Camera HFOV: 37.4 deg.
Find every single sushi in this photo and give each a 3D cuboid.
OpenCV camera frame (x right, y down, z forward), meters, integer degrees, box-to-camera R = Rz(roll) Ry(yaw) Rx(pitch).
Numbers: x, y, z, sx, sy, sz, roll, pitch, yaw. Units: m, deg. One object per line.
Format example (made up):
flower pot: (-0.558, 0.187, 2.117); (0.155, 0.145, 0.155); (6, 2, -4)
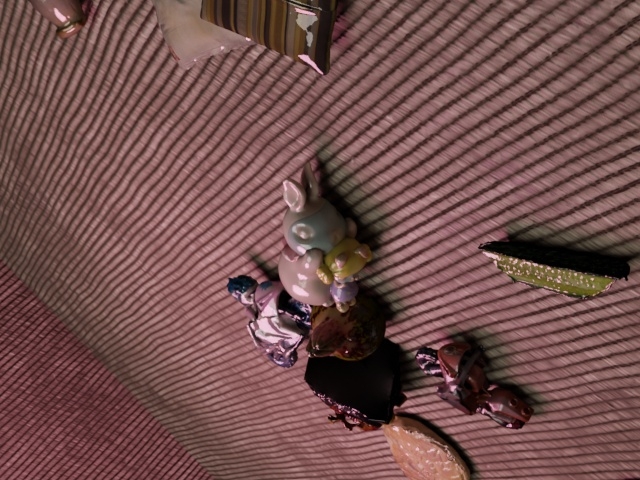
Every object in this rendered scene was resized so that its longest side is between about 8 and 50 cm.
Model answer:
sushi: (0.076, 0.281, 1.776); (0.172, 0.153, 0.150); (1, 153, 24)

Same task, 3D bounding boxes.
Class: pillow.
pillow: (-0.168, -0.324, 1.369); (0.229, 0.051, 0.128); (-3, 118, 52)
pillow: (-0.065, -0.332, 1.195); (0.212, 0.052, 0.208); (28, 136, 18)

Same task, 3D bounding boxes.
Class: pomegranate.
pomegranate: (0.040, 0.145, 1.633); (0.138, 0.125, 0.163); (42, -164, 16)

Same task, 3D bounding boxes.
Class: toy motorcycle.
toy motorcycle: (0.254, 0.236, 1.541); (0.212, 0.084, 0.118); (35, 150, 1)
toy motorcycle: (-0.104, 0.143, 1.867); (0.204, 0.108, 0.239); (36, 127, 5)

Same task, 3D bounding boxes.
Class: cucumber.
cucumber: (0.314, 0.040, 1.237); (0.220, 0.046, 0.070); (14, 142, 46)

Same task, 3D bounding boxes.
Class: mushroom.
mushroom: (-0.477, -0.481, 1.523); (0.109, 0.097, 0.351); (24, 150, 37)

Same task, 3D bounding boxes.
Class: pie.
pie: (0.216, 0.438, 1.894); (0.185, 0.052, 0.218); (13, 137, 47)

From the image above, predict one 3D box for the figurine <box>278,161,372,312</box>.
figurine: (0.000, 0.000, 1.512); (0.155, 0.127, 0.235); (50, 155, 31)
